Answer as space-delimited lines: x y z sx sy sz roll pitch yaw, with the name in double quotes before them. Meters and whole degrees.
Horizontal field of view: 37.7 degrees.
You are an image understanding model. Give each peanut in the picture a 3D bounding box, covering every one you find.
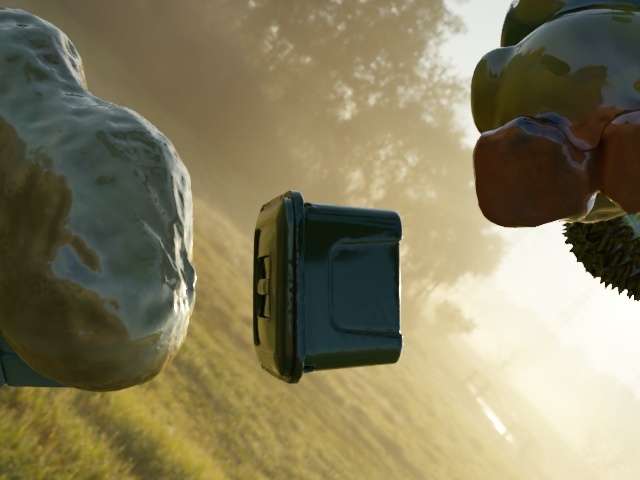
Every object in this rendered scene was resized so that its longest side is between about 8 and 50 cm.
"peanut" -0.170 -0.041 0.624 0.318 0.147 0.147 57 9 32

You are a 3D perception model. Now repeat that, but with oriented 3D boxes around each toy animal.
"toy animal" 0.249 -0.127 0.830 0.338 0.216 0.191 -73 149 -46

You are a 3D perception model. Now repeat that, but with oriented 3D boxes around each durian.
"durian" 0.325 0.012 1.004 0.221 0.095 0.137 43 32 0

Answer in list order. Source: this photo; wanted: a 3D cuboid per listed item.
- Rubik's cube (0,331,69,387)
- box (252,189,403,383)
"Rubik's cube" -0.324 0.016 1.041 0.224 0.231 0.221 103 -14 -50
"box" 0.004 0.068 1.321 0.178 0.252 0.329 2 -2 -10
